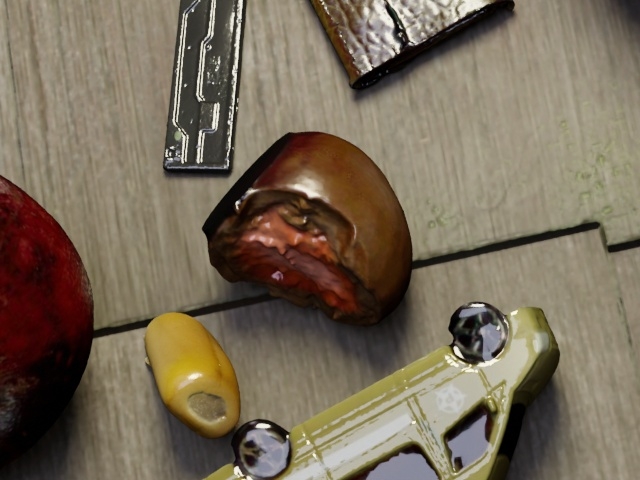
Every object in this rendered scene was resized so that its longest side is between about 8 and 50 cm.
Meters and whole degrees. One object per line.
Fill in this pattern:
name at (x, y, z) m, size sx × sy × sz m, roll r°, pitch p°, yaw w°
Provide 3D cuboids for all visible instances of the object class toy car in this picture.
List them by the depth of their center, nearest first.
toy car at (0.052, 0.143, 1.268) m, size 0.256 × 0.101 × 0.124 m, roll -29°, pitch 75°, yaw 3°

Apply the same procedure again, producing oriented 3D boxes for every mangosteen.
mangosteen at (-0.274, 0.038, 1.321) m, size 0.235 × 0.235 × 0.261 m, roll -22°, pitch 28°, yaw 4°

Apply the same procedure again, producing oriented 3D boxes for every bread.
bread at (-0.085, 0.092, 1.341) m, size 0.049 × 0.103 × 0.062 m, roll -45°, pitch 114°, yaw 7°

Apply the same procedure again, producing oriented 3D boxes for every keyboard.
keyboard at (-0.083, -0.123, 1.418) m, size 0.053 × 0.010 × 0.155 m, roll 2°, pitch 74°, yaw 11°

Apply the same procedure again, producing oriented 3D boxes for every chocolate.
chocolate at (0.000, 0.000, 1.314) m, size 0.127 × 0.124 × 0.133 m, roll -45°, pitch 103°, yaw -6°

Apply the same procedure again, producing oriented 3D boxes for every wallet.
wallet at (0.030, -0.242, 1.416) m, size 0.132 × 0.039 × 0.243 m, roll -26°, pitch 71°, yaw 2°
